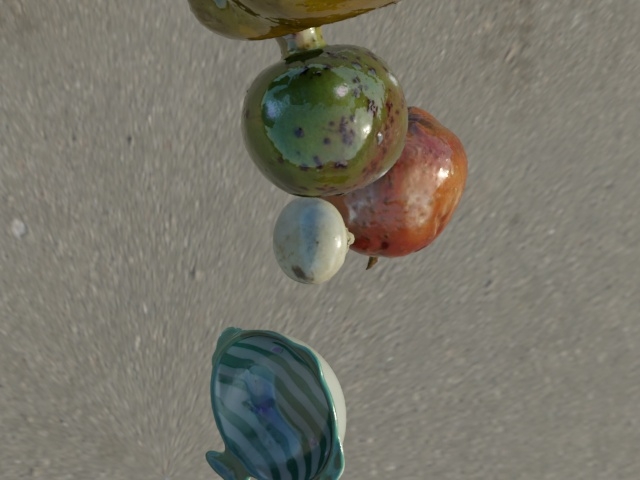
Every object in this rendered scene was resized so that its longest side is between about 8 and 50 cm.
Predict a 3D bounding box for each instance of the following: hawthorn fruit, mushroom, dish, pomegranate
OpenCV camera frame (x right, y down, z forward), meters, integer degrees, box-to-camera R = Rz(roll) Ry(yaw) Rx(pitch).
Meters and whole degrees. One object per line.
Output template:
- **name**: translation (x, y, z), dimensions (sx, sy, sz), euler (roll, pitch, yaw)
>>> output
- **hawthorn fruit**: translation (0.075, -0.053, 1.719), dimensions (0.179, 0.179, 0.200), euler (8, 108, -5)
- **mushroom**: translation (0.000, 0.000, 1.400), dimensions (0.079, 0.085, 0.085), euler (7, 78, -40)
- **dish**: translation (-0.042, 0.202, 1.781), dimensions (0.224, 0.246, 0.078), euler (48, 38, 18)
- **pomegranate**: translation (0.004, -0.092, 1.071), dimensions (0.130, 0.130, 0.130), euler (1, 81, -6)

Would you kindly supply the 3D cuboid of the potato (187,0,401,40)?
- **potato**: translation (0.066, -0.224, 0.877), dimensions (0.369, 0.195, 0.177), euler (-9, 82, 29)
